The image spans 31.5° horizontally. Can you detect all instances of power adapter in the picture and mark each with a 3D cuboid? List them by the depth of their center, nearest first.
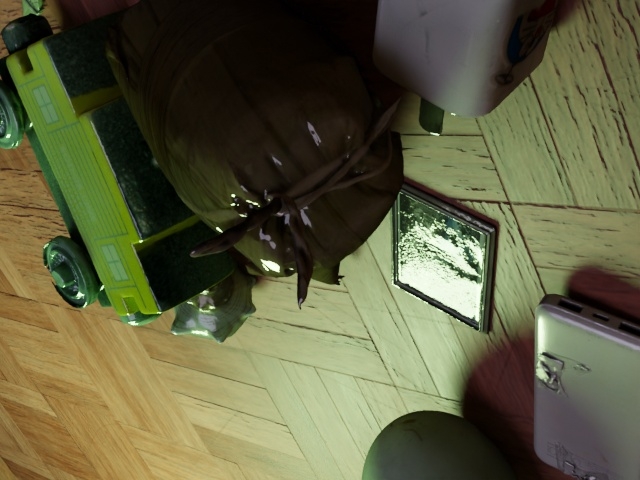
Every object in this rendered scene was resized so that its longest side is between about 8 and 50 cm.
[{"bbox_3d":[0.122,-0.179,0.969,0.125,0.130,0.205,33,148,21],"label":"power adapter"}]

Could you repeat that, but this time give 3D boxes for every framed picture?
[{"bbox_3d":[0.135,0.021,1.301,0.142,0.011,0.183,29,145,27],"label":"framed picture"}]

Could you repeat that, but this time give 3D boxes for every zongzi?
[{"bbox_3d":[0.018,-0.013,1.131,0.467,0.218,0.500,53,179,-36],"label":"zongzi"}]

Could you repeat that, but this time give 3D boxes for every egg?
[{"bbox_3d":[0.161,0.344,1.464,0.203,0.203,0.283,4,125,49],"label":"egg"}]

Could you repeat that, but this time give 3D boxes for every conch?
[{"bbox_3d":[-0.169,0.098,1.645,0.137,0.114,0.234,18,141,-9],"label":"conch"}]

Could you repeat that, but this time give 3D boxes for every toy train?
[{"bbox_3d":[-0.278,-0.093,1.475,0.272,0.179,0.442,-8,108,50],"label":"toy train"}]

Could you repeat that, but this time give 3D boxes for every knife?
[{"bbox_3d":[-0.392,-0.318,1.541,0.043,0.020,0.293,38,148,17],"label":"knife"}]

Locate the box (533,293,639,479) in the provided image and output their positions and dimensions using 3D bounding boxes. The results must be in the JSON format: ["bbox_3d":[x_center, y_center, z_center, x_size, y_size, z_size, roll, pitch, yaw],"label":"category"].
[{"bbox_3d":[0.303,0.180,1.254,0.142,0.044,0.285,23,142,30],"label":"box"}]
